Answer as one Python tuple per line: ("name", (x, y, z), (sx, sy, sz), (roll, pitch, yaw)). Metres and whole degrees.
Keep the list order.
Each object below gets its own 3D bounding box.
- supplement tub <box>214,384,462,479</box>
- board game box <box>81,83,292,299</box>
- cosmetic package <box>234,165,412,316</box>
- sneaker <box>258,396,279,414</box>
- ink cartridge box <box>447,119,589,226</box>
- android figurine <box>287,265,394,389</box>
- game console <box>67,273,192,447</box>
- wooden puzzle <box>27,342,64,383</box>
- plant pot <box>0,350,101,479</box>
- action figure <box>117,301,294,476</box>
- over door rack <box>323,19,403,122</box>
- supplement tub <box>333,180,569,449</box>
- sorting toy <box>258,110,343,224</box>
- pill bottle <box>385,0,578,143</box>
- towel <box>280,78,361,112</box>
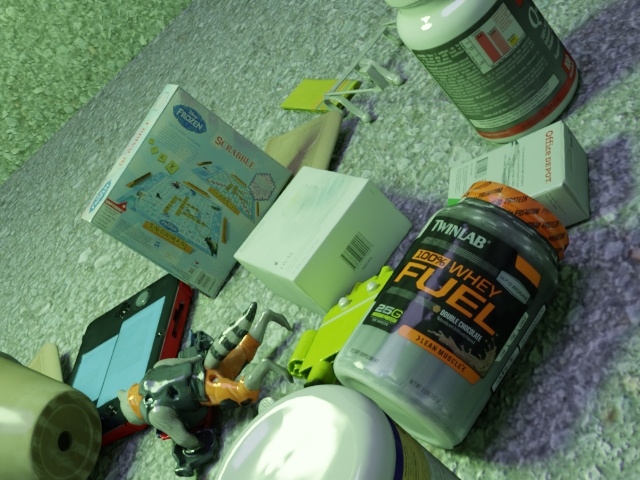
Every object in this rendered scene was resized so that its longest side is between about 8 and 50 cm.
("supplement tub", (0.061, 0.339, 1.082), (0.241, 0.331, 0.241), (-30, 35, 23))
("board game box", (-0.262, -0.094, 1.955), (0.318, 0.318, 0.066), (-58, 32, -8))
("cosmetic package", (0.000, 0.000, 1.743), (0.224, 0.138, 0.224), (-53, 30, -13))
("sneaker", (-0.062, 0.318, 1.540), (0.051, 0.070, 0.134), (-11, 74, 31))
("ink cartridge box", (0.307, -0.076, 1.510), (0.208, 0.087, 0.153), (-23, 37, 34))
("android figurine", (0.058, 0.136, 1.534), (0.248, 0.056, 0.273), (-32, 19, 34))
("game console", (-0.424, 0.262, 2.019), (0.342, 0.060, 0.386), (-26, 36, 29))
("wooden puzzle", (-0.659, 0.369, 2.174), (0.239, 0.044, 0.221), (-48, 30, 6))
("plant pot", (-0.579, 0.363, 1.818), (0.280, 0.323, 0.323), (-2, 50, 29))
("action figure", (-0.213, 0.219, 1.712), (0.330, 0.178, 0.341), (-29, 36, 9))
("over door rack", (0.144, -0.369, 2.001), (0.239, 0.108, 0.324), (-52, 11, -12))
("supplement tub", (0.188, 0.097, 1.336), (0.207, 0.207, 0.338), (13, 64, 55))
("sorting toy", (-0.067, -0.123, 2.067), (0.229, 0.041, 0.307), (-14, 49, 45))
("pill bottle", (0.258, -0.351, 1.622), (0.210, 0.363, 0.210), (-30, 35, 24))
("towel", (-0.002, -0.336, 2.253), (0.102, 0.021, 0.237), (-48, 30, -15))
